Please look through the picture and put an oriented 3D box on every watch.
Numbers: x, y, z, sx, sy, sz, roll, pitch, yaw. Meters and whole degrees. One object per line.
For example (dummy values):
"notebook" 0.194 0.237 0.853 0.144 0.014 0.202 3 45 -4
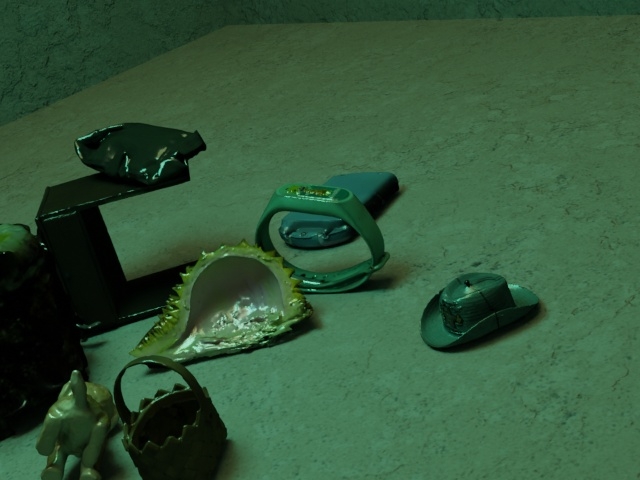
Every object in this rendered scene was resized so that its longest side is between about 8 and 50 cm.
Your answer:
"watch" 0.000 0.000 1.742 0.237 0.195 0.068 6 28 22

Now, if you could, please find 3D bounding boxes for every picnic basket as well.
"picnic basket" -0.207 0.236 1.364 0.128 0.178 0.138 -11 24 15

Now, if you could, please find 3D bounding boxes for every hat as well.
"hat" 0.233 0.088 1.527 0.191 0.078 0.138 -26 28 -20

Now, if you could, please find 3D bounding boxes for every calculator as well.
"calculator" 0.038 -0.068 2.037 0.173 0.051 0.293 -1 27 35

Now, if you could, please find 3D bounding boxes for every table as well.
"table" -0.346 0.000 1.896 0.282 0.251 0.196 -16 21 -3

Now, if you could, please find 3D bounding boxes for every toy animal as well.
"toy animal" -0.338 0.235 1.471 0.104 0.184 0.185 11 18 0

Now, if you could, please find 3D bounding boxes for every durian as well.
"durian" -0.172 0.108 1.740 0.305 0.186 0.195 -24 0 4

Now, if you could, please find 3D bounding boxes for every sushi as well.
"sushi" -0.543 0.133 1.675 0.281 0.294 0.299 -20 22 0

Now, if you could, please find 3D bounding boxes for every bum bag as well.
"bum bag" -0.324 -0.159 1.840 0.326 0.080 0.142 17 45 44

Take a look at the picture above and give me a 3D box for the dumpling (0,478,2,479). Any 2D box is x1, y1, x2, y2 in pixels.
"dumpling" -0.496 0.367 1.385 0.332 0.086 0.166 -5 59 25
